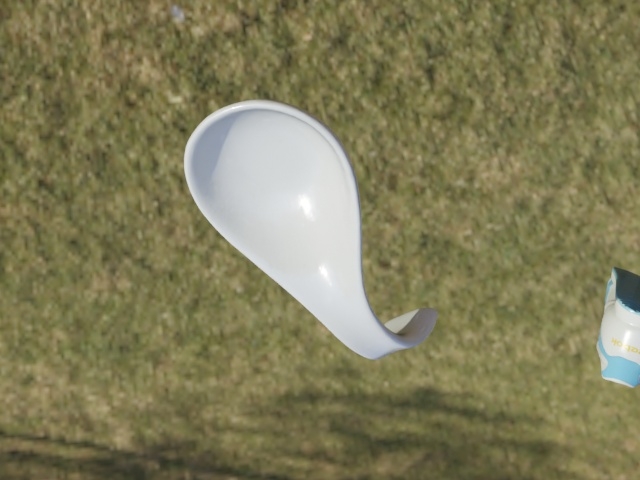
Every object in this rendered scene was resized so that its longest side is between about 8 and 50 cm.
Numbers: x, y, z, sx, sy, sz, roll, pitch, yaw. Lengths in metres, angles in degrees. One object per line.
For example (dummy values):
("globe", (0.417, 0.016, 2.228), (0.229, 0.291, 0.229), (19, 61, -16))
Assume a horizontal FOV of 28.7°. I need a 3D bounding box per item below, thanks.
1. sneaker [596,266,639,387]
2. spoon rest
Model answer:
("sneaker", (0.341, 0.090, 1.358), (0.229, 0.087, 0.092), (-23, 131, -68))
("spoon rest", (0.000, 0.000, 1.009), (0.137, 0.084, 0.276), (-25, 120, 28))
